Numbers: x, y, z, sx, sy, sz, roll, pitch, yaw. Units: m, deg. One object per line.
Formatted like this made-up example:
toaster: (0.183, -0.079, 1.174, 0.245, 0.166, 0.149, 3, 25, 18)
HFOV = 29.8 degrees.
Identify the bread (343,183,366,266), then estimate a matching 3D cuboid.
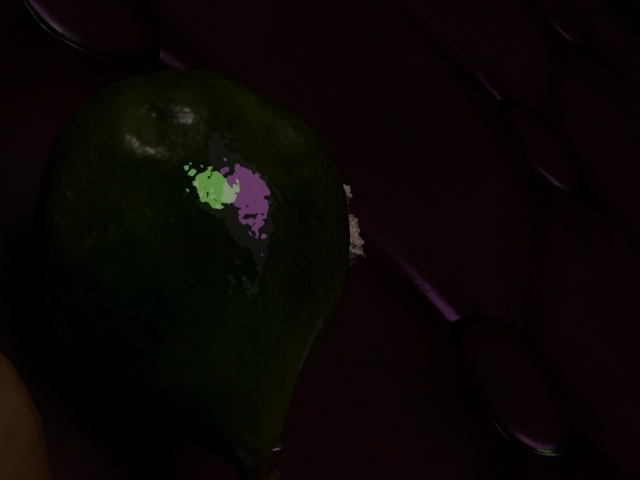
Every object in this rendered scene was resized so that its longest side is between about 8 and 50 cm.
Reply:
bread: (0.000, 0.000, 0.926, 0.035, 0.070, 0.083, 28, 30, -34)

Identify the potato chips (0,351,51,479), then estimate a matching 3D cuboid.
potato chips: (-0.203, 0.095, 0.556, 0.208, 0.062, 0.195, 19, 43, -45)

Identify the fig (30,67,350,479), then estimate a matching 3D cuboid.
fig: (-0.061, 0.023, 0.695, 0.195, 0.195, 0.245, 13, 41, -46)
